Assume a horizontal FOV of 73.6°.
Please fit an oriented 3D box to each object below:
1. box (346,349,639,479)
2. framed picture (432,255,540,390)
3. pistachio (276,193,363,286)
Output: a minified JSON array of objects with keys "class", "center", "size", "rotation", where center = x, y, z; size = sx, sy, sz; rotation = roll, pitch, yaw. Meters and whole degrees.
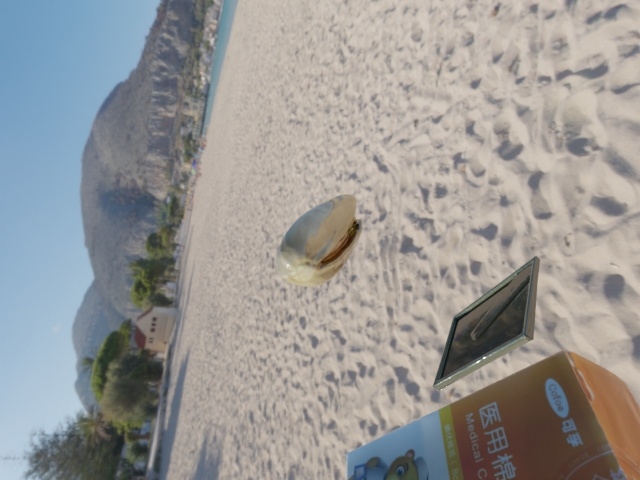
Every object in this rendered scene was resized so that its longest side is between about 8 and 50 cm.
[{"class":"box","center":[0.189,0.300,0.451],"size":[0.341,0.143,0.225],"rotation":[-40,26,30]},{"class":"framed picture","center":[0.531,0.275,1.378],"size":[0.326,0.028,0.446],"rotation":[-56,-1,-41]},{"class":"pistachio","center":[0.000,0.000,1.176],"size":[0.299,0.187,0.187],"rotation":[-47,-1,-31]}]
